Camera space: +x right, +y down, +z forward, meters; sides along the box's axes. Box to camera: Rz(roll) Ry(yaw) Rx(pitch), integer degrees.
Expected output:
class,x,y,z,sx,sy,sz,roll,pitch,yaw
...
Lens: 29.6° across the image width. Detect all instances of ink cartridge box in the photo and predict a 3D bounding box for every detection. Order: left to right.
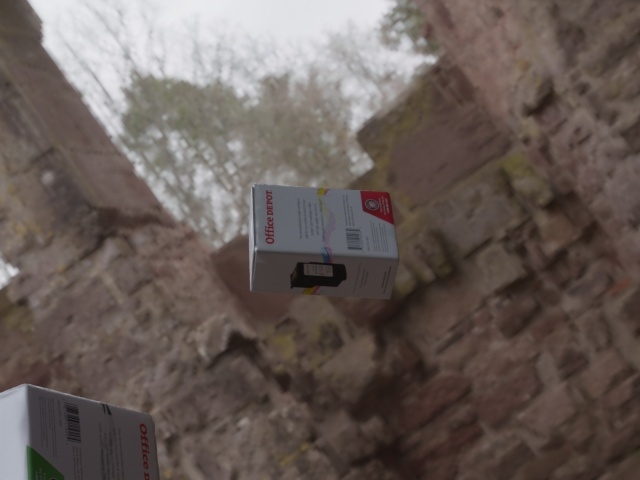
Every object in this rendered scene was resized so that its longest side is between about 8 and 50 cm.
class,x,y,z,sx,sy,sz,roll,pitch,yaw
ink cartridge box,-0.297,0.276,1.447,0.092,0.160,0.219,-23,-29,27
ink cartridge box,0.000,0.000,1.480,0.175,0.127,0.072,3,-48,-7
